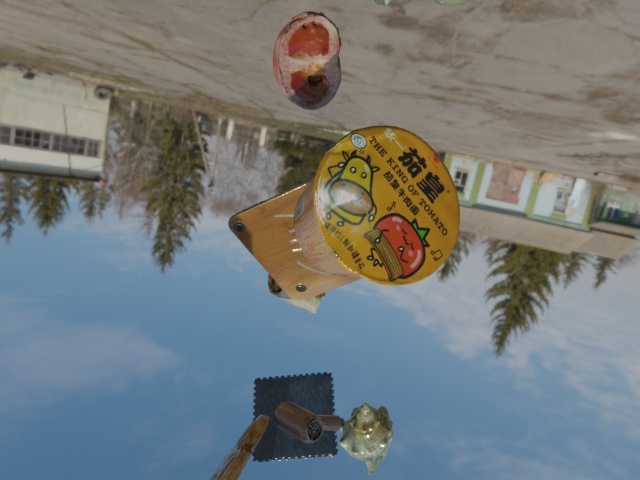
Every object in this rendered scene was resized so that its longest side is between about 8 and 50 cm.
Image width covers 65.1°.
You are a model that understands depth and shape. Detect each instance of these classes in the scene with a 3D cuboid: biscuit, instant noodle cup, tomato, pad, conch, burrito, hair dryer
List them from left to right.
[{"bbox_3d":[-0.230,0.553,1.115,0.051,0.376,0.269,33,168,2],"label":"biscuit"},{"bbox_3d":[-0.084,0.551,1.581,0.268,0.270,0.012,-7,145,2],"label":"pad"},{"bbox_3d":[-0.084,0.157,1.724,0.105,0.143,0.299,-25,151,14],"label":"burrito"},{"bbox_3d":[-0.051,-0.447,1.250,0.199,0.228,0.112,-18,-150,-36],"label":"tomato"},{"bbox_3d":[-0.005,0.416,1.145,0.181,0.064,0.117,18,171,-40],"label":"hair dryer"},{"bbox_3d":[0.000,0.000,1.025,0.286,0.284,0.018,-22,-141,18],"label":"pad"},{"bbox_3d":[0.064,-0.036,0.723,0.215,0.216,0.172,8,169,-20],"label":"instant noodle cup"},{"bbox_3d":[0.150,0.617,1.606,0.203,0.386,0.169,-32,-121,-23],"label":"conch"}]

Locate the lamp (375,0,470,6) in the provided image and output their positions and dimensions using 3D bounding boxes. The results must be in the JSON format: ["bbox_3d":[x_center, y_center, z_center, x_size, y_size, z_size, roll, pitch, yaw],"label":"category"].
[{"bbox_3d":[0.156,-0.384,0.738,0.163,0.091,0.091,-10,-172,7],"label":"lamp"}]
